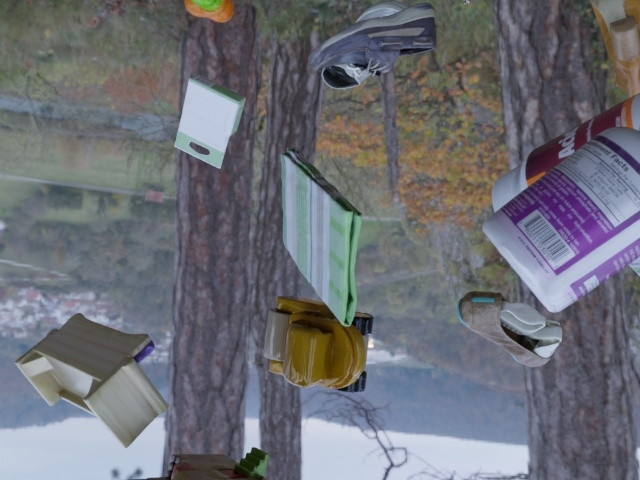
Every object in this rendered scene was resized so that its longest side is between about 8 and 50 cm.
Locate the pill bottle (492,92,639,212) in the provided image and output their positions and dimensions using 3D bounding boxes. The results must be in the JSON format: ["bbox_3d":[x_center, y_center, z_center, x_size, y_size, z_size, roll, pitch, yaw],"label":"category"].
[{"bbox_3d":[0.580,-0.136,1.254,0.224,0.224,0.392,10,156,-30],"label":"pill bottle"}]

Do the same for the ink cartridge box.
[{"bbox_3d":[-0.339,-0.360,1.774,0.171,0.056,0.235,26,125,5],"label":"ink cartridge box"}]

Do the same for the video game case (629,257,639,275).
[{"bbox_3d":[0.915,0.072,1.605,0.166,0.015,0.119,39,161,-19],"label":"video game case"}]

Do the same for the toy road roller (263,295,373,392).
[{"bbox_3d":[-0.037,0.262,1.466,0.330,0.202,0.241,8,-179,34],"label":"toy road roller"}]

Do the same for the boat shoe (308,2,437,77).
[{"bbox_3d":[0.146,-0.485,1.467,0.356,0.130,0.132,-22,-173,-10],"label":"boat shoe"}]

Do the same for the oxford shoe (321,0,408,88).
[{"bbox_3d":[0.139,-0.579,1.785,0.169,0.130,0.449,30,160,-20],"label":"oxford shoe"}]

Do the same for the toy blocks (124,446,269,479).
[{"bbox_3d":[-0.214,0.514,1.137,0.382,0.190,0.261,7,170,43],"label":"toy blocks"}]

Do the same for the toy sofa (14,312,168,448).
[{"bbox_3d":[-0.483,0.291,1.268,0.363,0.177,0.150,5,129,41],"label":"toy sofa"}]

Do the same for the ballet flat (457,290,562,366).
[{"bbox_3d":[0.447,0.193,1.279,0.342,0.116,0.124,32,145,-31],"label":"ballet flat"}]

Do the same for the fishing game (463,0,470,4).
[{"bbox_3d":[0.350,-0.702,1.363,0.189,0.264,0.041,36,176,1],"label":"fishing game"}]

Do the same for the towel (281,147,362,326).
[{"bbox_3d":[-0.001,-0.008,0.527,0.023,0.113,0.152,-11,-149,-20],"label":"towel"}]

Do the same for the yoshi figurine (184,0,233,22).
[{"bbox_3d":[-0.253,-0.534,1.038,0.203,0.203,0.362,-12,180,9],"label":"yoshi figurine"}]

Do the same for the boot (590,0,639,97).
[{"bbox_3d":[0.740,-0.505,1.439,0.104,0.295,0.211,-10,139,27],"label":"boot"}]

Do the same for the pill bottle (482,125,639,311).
[{"bbox_3d":[0.396,-0.049,0.815,0.301,0.169,0.169,-38,151,12],"label":"pill bottle"}]
